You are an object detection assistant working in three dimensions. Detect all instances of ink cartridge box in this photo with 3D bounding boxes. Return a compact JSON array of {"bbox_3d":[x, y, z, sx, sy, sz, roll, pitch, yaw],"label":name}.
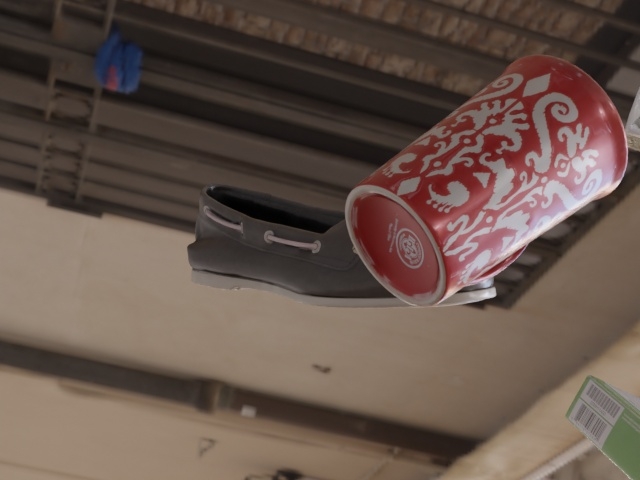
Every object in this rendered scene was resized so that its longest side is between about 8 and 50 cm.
[{"bbox_3d":[0.362,0.219,0.967,0.056,0.235,0.171,-63,-157,8],"label":"ink cartridge box"}]

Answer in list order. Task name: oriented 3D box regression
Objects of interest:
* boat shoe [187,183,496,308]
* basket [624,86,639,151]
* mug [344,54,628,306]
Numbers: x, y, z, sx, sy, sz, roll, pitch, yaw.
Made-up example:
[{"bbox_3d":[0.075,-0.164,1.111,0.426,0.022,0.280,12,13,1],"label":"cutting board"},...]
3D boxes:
[{"bbox_3d":[0.000,0.000,0.904,0.335,0.112,0.096,3,-82,44],"label":"boat shoe"},{"bbox_3d":[0.632,-0.202,1.855,0.103,0.167,0.113,58,53,-71],"label":"basket"},{"bbox_3d":[0.113,-0.022,0.704,0.113,0.169,0.150,14,-49,51],"label":"mug"}]
